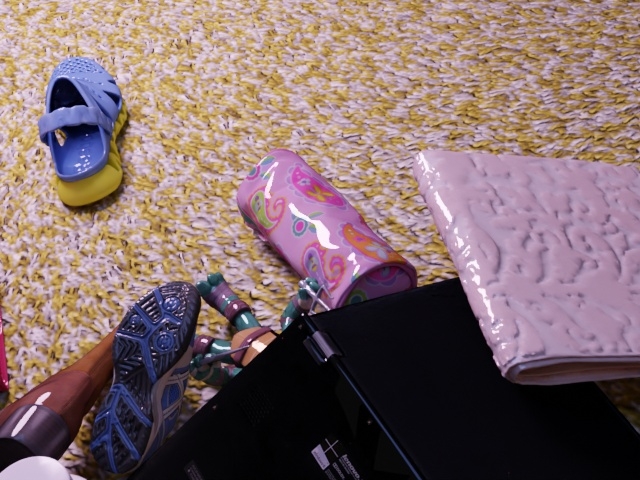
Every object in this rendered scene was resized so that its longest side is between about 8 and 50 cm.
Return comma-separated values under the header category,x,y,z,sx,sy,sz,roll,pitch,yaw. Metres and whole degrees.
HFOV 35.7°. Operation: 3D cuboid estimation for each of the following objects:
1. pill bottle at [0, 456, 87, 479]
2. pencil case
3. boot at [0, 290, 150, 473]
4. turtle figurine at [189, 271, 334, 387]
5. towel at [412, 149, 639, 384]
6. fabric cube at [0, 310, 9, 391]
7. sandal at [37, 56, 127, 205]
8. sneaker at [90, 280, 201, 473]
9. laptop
category,x,y,z,sx,sy,sz,roll,pitch,yaw
pill bottle,-0.243,0.291,0.943,0.108,0.193,0.108,-7,44,7
pencil case,0.000,0.000,1.239,0.124,0.124,0.284,-29,46,-16
boot,-0.314,0.187,1.116,0.096,0.264,0.280,41,35,-6
turtle figurine,-0.078,0.119,1.135,0.175,0.118,0.234,-35,35,-30
towel,0.288,0.022,1.112,0.317,0.053,0.332,2,41,-19
fabric cube,-0.558,0.061,1.207,0.258,0.254,0.259,-19,45,-5
sandal,-0.367,-0.199,1.511,0.126,0.138,0.317,-19,42,-3
sneaker,-0.180,0.143,1.052,0.080,0.081,0.211,17,76,16
laptop,0.095,0.265,0.959,0.408,0.236,0.382,-44,58,10
